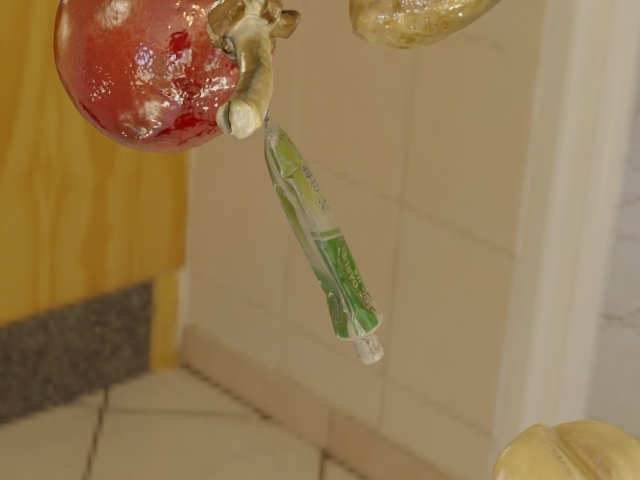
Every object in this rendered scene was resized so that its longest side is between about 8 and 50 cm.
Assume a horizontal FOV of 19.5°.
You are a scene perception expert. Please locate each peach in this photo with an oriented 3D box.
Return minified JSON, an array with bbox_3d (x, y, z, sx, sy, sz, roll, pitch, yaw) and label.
[{"bbox_3d":[-0.126,-0.158,1.513,0.197,0.197,0.197,4,24,-2],"label":"peach"}]

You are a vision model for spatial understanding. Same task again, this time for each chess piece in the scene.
[{"bbox_3d":[0.200,0.184,1.228,0.117,0.117,0.397,17,-9,26],"label":"chess piece"}]

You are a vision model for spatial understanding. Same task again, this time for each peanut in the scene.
[{"bbox_3d":[0.115,-0.228,1.469,0.236,0.110,0.120,-40,38,-17],"label":"peanut"}]

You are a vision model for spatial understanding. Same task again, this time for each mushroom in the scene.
[{"bbox_3d":[-0.048,-0.122,1.268,0.060,0.061,0.187,34,24,-21],"label":"mushroom"}]

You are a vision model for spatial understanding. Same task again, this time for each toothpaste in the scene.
[{"bbox_3d":[0.000,0.000,1.647,0.047,0.248,0.078,-22,18,7],"label":"toothpaste"}]
